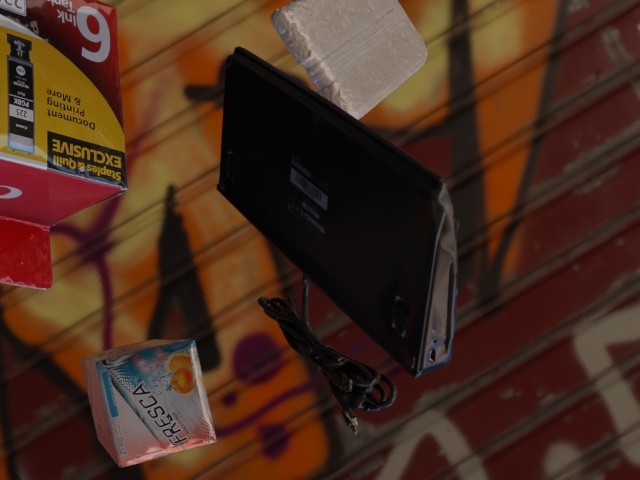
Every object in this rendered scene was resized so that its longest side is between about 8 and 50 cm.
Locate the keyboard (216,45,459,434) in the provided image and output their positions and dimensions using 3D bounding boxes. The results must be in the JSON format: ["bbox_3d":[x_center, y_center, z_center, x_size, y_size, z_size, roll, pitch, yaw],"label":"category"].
[{"bbox_3d":[0.000,0.000,0.793,0.033,0.201,0.317,-6,-154,-26],"label":"keyboard"}]

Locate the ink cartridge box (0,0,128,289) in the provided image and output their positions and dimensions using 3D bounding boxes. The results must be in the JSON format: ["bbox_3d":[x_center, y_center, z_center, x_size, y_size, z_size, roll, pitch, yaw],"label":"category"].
[{"bbox_3d":[-0.335,-0.116,1.052,0.130,0.271,0.309,-21,158,38],"label":"ink cartridge box"}]

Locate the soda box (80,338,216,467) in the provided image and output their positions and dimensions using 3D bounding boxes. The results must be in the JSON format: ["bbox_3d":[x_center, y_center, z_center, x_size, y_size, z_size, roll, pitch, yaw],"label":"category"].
[{"bbox_3d":[-0.112,0.096,0.723,0.058,0.063,0.183,-12,178,-16],"label":"soda box"}]

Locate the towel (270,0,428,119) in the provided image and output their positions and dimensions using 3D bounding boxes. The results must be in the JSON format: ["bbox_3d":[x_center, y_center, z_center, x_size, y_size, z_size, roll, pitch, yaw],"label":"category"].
[{"bbox_3d":[0.046,-0.284,1.640,0.049,0.187,0.282,-28,-171,39],"label":"towel"}]
